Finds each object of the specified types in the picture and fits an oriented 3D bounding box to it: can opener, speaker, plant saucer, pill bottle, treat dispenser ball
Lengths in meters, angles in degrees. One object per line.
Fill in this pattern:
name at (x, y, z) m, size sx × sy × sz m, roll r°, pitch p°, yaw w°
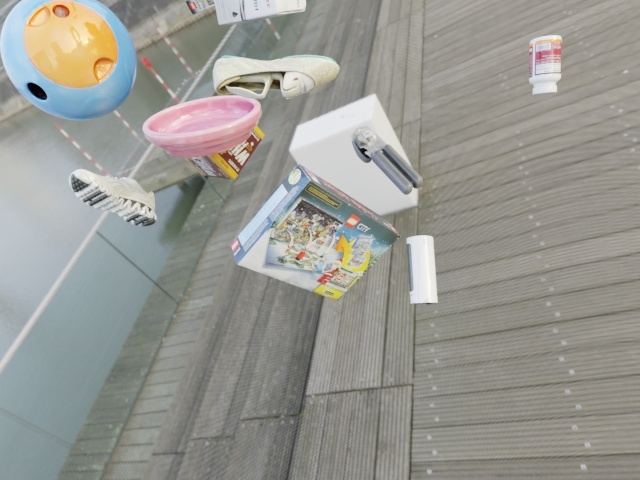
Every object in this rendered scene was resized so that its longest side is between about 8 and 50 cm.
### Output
can opener at (0.193, -0.239, 1.446) m, size 0.075 × 0.095 × 0.283 m, roll -32°, pitch 66°, yaw -15°
speaker at (0.204, 0.061, 0.957) m, size 0.055 × 0.055 × 0.136 m, roll -8°, pitch 78°, yaw 34°
plant saucer at (-0.327, -0.322, 1.353) m, size 0.331 × 0.084 × 0.332 m, roll -7°, pitch 32°, yaw 4°
pill bottle at (0.646, -0.501, 1.372) m, size 0.085 × 0.152 × 0.086 m, roll -3°, pitch 11°, yaw 1°
treat dispenser ball at (-0.589, -0.435, 1.134) m, size 0.287 × 0.288 × 0.288 m, roll -23°, pitch 38°, yaw 19°

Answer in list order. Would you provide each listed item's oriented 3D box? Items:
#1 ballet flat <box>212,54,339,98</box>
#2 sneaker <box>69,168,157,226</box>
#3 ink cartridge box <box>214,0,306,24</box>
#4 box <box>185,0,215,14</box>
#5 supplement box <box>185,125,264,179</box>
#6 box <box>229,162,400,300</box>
ballet flat at (-0.059, -0.208, 0.627) m, size 0.168 × 0.057 × 0.053 m, roll 2°, pitch 73°, yaw 7°
sneaker at (-0.622, -0.146, 1.449) m, size 0.109 × 0.292 × 0.119 m, roll -13°, pitch 62°, yaw 26°
ink cartridge box at (-0.130, -0.511, 0.938) m, size 0.190 × 0.140 × 0.082 m, roll 16°, pitch 33°, yaw 43°
box at (-0.260, -0.651, 1.210) m, size 0.113 × 0.036 × 0.207 m, roll -12°, pitch 45°, yaw 18°
supplement box at (-0.330, -0.323, 1.586) m, size 0.191 × 0.129 × 0.194 m, roll 13°, pitch 65°, yaw 42°
box at (0.000, 0.000, 0.732) m, size 0.159 × 0.233 × 0.044 m, roll -48°, pitch 47°, yaw 15°
